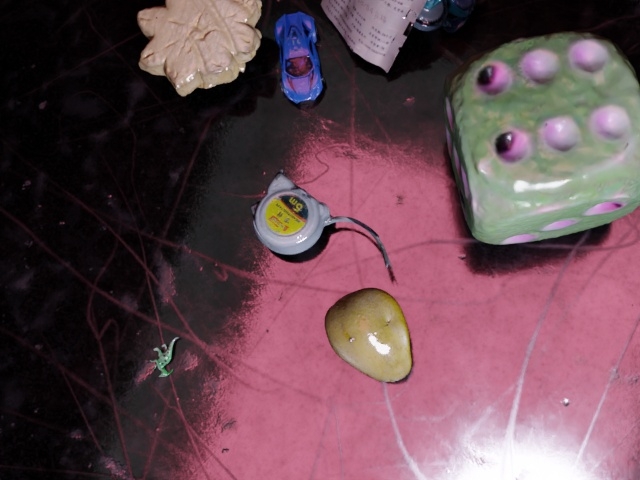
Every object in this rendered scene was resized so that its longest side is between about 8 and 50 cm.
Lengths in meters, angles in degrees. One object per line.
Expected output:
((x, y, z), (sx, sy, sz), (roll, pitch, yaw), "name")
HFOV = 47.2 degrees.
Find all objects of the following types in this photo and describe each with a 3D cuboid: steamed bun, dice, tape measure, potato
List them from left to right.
((-0.271, -0.456, 1.658), (0.293, 0.137, 0.295), (7, 83, 10), "steamed bun")
((0.001, -0.001, 1.519), (0.330, 0.084, 0.164), (38, 87, 17), "tape measure")
((0.100, 0.189, 1.435), (0.157, 0.157, 0.194), (-34, 86, 0), "potato")
((0.411, -0.180, 1.370), (0.323, 0.330, 0.318), (-12, 76, 5), "dice")

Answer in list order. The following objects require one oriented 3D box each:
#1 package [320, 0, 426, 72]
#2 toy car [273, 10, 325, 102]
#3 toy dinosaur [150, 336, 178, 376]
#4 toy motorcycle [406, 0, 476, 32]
((0.102, -0.519, 1.583), (0.062, 0.203, 0.251), (-22, 62, -43), "package")
((-0.051, -0.414, 1.644), (0.103, 0.063, 0.216), (-9, 74, 6), "toy car")
((-0.323, 0.249, 1.545), (0.083, 0.021, 0.062), (-32, 80, 5), "toy dinosaur")
((0.242, -0.584, 1.596), (0.206, 0.154, 0.260), (-24, 79, -7), "toy motorcycle")
